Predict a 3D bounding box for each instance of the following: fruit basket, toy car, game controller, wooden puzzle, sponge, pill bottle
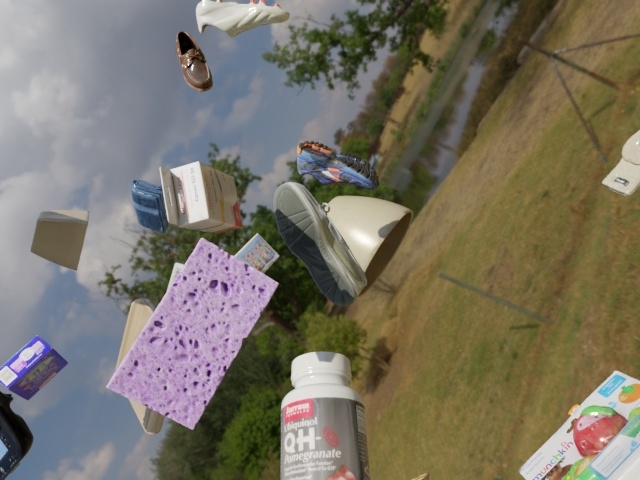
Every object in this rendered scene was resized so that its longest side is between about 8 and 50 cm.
[{"bbox_3d":[0.567,0.406,1.022,0.327,0.165,0.353,-44,10,-1],"label":"fruit basket"},{"bbox_3d":[0.642,0.396,1.217,0.122,0.060,0.040,-23,-8,-7],"label":"toy car"},{"bbox_3d":[-0.731,0.445,1.166,0.319,0.166,0.067,-43,-15,35],"label":"game controller"},{"bbox_3d":[-0.381,0.271,1.169,0.044,0.238,0.221,8,-79,-41],"label":"wooden puzzle"},{"bbox_3d":[-0.155,0.115,0.657,0.210,0.117,0.031,-60,12,-13],"label":"sponge"},{"bbox_3d":[0.007,0.399,1.065,0.176,0.176,0.319,113,159,-52],"label":"pill bottle"}]

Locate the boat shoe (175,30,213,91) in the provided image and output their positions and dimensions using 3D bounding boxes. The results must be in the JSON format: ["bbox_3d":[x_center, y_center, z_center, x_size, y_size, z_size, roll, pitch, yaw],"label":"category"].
[{"bbox_3d":[-0.354,-0.495,1.448,0.073,0.207,0.073,-22,-31,-20],"label":"boat shoe"}]

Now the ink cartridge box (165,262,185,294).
[{"bbox_3d":[-0.420,0.181,1.785,0.232,0.066,0.189,17,-91,-54],"label":"ink cartridge box"}]

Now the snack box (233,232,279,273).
[{"bbox_3d":[-0.146,0.059,0.981,0.022,0.064,0.178,-38,9,44],"label":"snack box"}]

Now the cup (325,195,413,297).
[{"bbox_3d":[0.115,-0.014,1.719,0.331,0.237,0.331,-51,-17,-22],"label":"cup"}]

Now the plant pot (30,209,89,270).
[{"bbox_3d":[-0.560,-0.010,1.131,0.109,0.096,0.109,39,114,62],"label":"plant pot"}]

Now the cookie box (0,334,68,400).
[{"bbox_3d":[-0.503,0.224,0.918,0.092,0.040,0.107,-48,-10,-27],"label":"cookie box"}]

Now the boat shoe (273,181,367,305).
[{"bbox_3d":[0.002,0.000,1.241,0.118,0.320,0.103,-28,9,41],"label":"boat shoe"}]

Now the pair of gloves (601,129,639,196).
[{"bbox_3d":[0.758,-0.161,1.113,0.240,0.042,0.204,34,95,51],"label":"pair of gloves"}]

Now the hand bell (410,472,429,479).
[{"bbox_3d":[0.303,0.775,1.423,0.126,0.242,0.126,-26,-20,-10],"label":"hand bell"}]

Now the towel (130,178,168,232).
[{"bbox_3d":[-0.329,-0.064,1.015,0.119,0.067,0.029,104,-176,-53],"label":"towel"}]

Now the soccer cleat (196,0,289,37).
[{"bbox_3d":[-0.164,-0.466,1.111,0.068,0.196,0.076,-85,0,-75],"label":"soccer cleat"}]

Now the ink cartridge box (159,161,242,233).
[{"bbox_3d":[-0.230,-0.082,1.035,0.198,0.067,0.115,13,-116,-74],"label":"ink cartridge box"}]

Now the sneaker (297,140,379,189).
[{"bbox_3d":[0.041,-0.174,1.311,0.083,0.221,0.087,-61,-8,-51],"label":"sneaker"}]
